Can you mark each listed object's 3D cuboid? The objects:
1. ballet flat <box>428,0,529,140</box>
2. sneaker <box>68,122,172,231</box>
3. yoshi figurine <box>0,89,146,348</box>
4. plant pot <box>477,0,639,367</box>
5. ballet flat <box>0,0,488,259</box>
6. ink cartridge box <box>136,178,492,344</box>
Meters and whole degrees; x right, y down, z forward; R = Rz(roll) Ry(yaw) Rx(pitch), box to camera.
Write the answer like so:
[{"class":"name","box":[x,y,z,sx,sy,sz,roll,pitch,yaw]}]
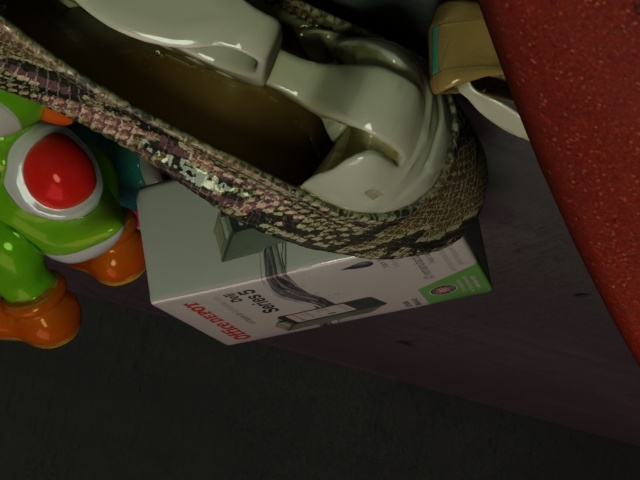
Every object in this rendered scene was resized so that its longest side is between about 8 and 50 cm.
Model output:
[{"class":"ballet flat","box":[0.170,-0.091,0.805,0.232,0.073,0.080,18,164,-19]},{"class":"sneaker","box":[-0.185,-0.045,1.243,0.178,0.124,0.295,5,158,18]},{"class":"yoshi figurine","box":[-0.279,-0.091,0.973,0.203,0.204,0.362,-13,133,-1]},{"class":"plant pot","box":[0.191,-0.107,0.334,0.235,0.267,0.267,41,152,-28]},{"class":"ballet flat","box":[-0.053,-0.107,0.776,0.482,0.164,0.182,23,166,-23]},{"class":"ink cartridge box","box":[0.000,0.000,1.076,0.272,0.115,0.198,-13,161,13]}]
